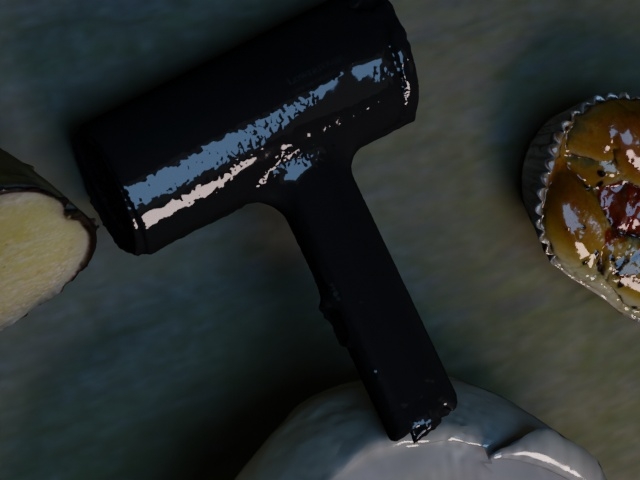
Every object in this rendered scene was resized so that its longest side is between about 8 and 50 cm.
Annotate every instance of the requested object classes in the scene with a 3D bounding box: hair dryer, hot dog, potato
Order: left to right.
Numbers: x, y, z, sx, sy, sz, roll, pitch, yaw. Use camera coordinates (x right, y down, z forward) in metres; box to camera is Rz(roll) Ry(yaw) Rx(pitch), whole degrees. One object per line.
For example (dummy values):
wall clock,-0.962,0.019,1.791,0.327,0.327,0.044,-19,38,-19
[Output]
potato,-0.229,-0.010,0.860,0.202,0.182,0.117,-24,68,-26
hair dryer,0.000,0.000,0.936,0.197,0.089,0.251,-27,81,-17
hot dog,0.247,-0.008,1.106,0.268,0.075,0.144,25,93,-25

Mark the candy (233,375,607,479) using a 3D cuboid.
candy,0.057,0.289,1.021,0.386,0.186,0.427,-19,106,-30
